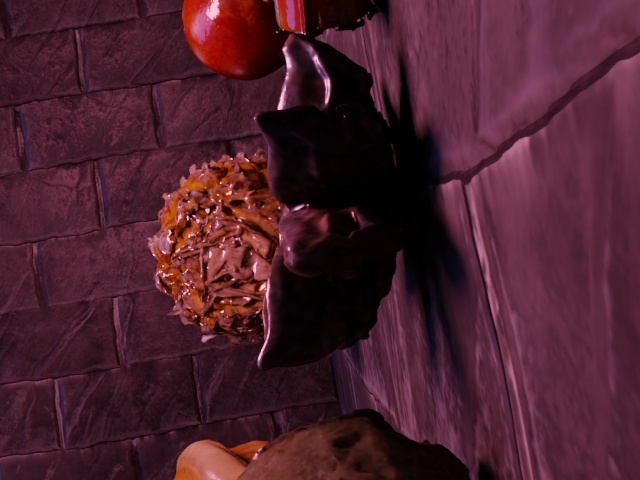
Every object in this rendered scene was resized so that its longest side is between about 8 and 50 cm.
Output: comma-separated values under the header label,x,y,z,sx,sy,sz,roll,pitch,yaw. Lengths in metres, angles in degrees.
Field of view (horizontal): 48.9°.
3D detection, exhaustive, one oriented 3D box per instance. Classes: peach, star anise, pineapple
label,x,y,z,sx,sy,sz,roll,pitch,yaw
peach,-0.121,-0.378,1.140,0.243,0.200,0.243,-177,90,-83
star anise,0.017,-0.017,0.499,0.236,0.109,0.223,-76,-8,-48
pineapple,-0.123,0.016,1.214,0.300,0.353,0.352,-70,-28,-78

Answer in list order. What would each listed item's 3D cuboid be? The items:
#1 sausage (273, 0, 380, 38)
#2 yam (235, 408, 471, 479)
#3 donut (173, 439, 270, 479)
label,x,y,z,sx,sy,sz,roll,pitch,yaw
sausage,-0.007,-0.264,0.437,0.083,0.083,0.263,-103,6,-53
yam,0.026,0.243,0.316,0.300,0.195,0.195,-103,4,-66
donut,-0.023,0.402,0.707,0.449,0.198,0.448,43,147,37
